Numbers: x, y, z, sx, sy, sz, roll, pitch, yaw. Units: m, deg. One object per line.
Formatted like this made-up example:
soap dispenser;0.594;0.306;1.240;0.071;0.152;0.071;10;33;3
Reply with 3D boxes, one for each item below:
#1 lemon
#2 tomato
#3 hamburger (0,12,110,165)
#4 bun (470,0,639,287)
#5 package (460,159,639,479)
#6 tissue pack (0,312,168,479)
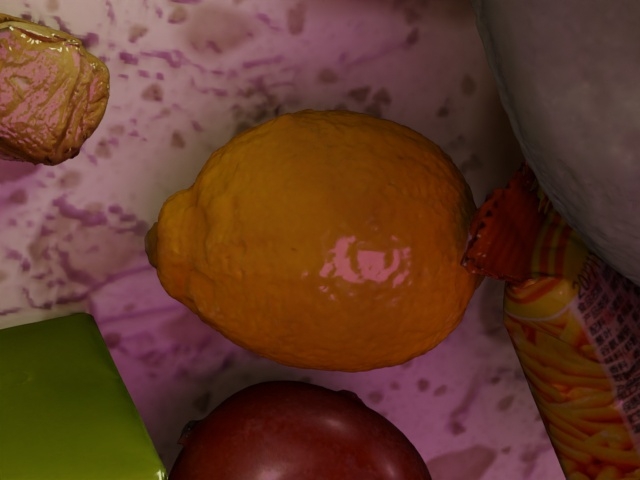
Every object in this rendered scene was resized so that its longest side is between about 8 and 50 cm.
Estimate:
lemon;0.000;0.000;0.834;0.187;0.142;0.142;2;110;-5
tomato;-0.009;0.165;0.882;0.167;0.167;0.167;-7;112;-17
hamburger;-0.152;-0.076;0.801;0.083;0.044;0.076;25;98;-28
bun;0.228;-0.127;0.772;0.354;0.194;0.354;14;70;-44
package;0.176;0.050;0.887;0.108;0.223;0.288;-11;121;21
tissue pack;-0.219;0.162;0.781;0.274;0.200;0.167;-13;115;-15
